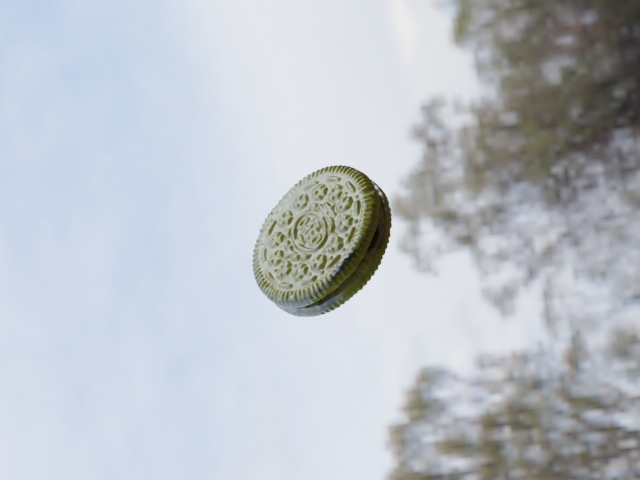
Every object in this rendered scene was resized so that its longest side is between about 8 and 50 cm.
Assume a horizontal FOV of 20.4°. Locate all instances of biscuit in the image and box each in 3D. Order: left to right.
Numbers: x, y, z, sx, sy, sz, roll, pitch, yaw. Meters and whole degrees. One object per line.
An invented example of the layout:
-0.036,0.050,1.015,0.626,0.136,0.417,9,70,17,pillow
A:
0.000,0.000,0.920,0.023,0.084,0.084,37,-139,-38,biscuit
